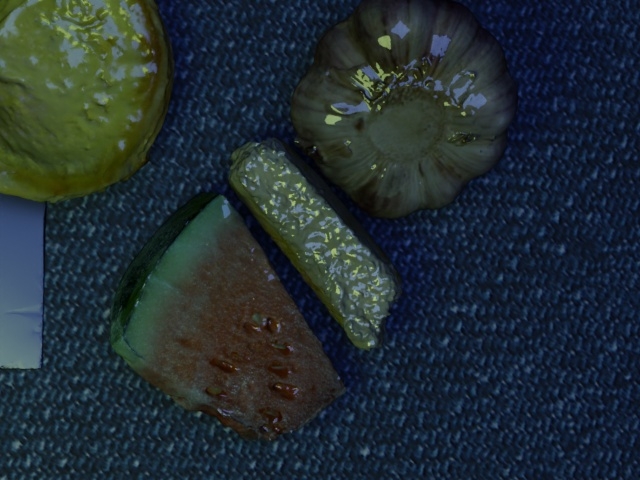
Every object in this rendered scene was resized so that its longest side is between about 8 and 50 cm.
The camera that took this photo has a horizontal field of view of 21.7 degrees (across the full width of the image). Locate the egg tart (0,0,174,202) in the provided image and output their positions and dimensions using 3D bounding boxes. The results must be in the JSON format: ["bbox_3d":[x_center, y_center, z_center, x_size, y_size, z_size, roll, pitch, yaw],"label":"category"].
[{"bbox_3d":[-0.298,-0.179,1.693,0.315,0.120,0.314,5,80,-31],"label":"egg tart"}]

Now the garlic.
[{"bbox_3d":[0.088,-0.150,1.752,0.245,0.160,0.245,1,118,1],"label":"garlic"}]

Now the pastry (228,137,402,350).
[{"bbox_3d":[-0.002,0.000,1.746,0.089,0.121,0.258,-41,93,12],"label":"pastry"}]

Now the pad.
[{"bbox_3d":[-0.389,-0.014,1.759,0.202,0.005,0.299,1,87,-8],"label":"pad"}]

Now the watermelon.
[{"bbox_3d":[-0.094,0.099,1.741,0.257,0.140,0.193,44,79,-13],"label":"watermelon"}]
